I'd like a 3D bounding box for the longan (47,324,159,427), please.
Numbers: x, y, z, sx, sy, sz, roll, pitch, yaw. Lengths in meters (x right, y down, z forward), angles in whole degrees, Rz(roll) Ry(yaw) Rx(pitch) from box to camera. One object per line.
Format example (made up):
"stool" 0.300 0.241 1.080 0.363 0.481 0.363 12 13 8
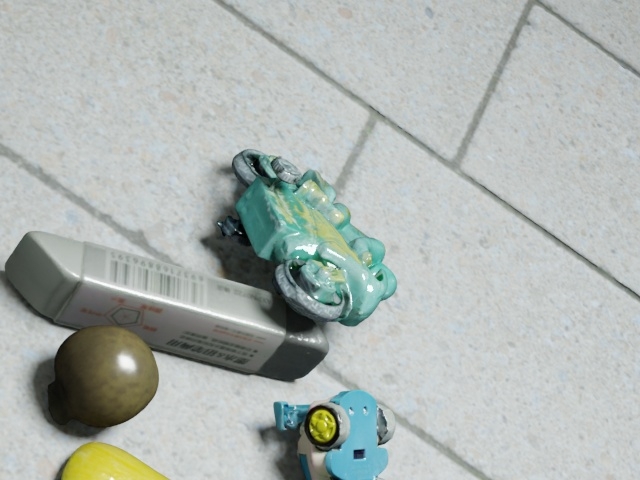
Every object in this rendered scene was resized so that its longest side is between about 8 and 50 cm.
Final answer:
"longan" -0.224 0.139 1.698 0.119 0.106 0.106 -33 76 0

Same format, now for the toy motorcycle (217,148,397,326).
"toy motorcycle" -0.001 -0.001 1.891 0.198 0.109 0.296 21 28 -37

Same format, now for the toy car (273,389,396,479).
"toy car" 0.013 0.239 1.796 0.126 0.098 0.161 5 84 -57

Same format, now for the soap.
"soap" -0.179 0.262 1.675 0.168 0.033 0.089 32 49 -9

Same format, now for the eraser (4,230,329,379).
"eraser" -0.158 0.073 1.786 0.352 0.089 0.061 17 49 -23
